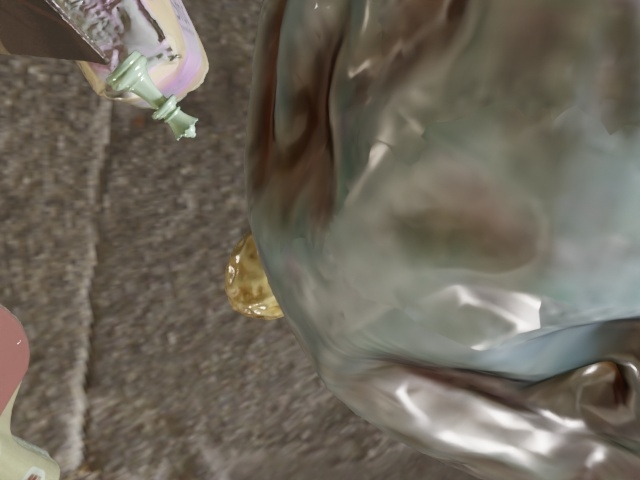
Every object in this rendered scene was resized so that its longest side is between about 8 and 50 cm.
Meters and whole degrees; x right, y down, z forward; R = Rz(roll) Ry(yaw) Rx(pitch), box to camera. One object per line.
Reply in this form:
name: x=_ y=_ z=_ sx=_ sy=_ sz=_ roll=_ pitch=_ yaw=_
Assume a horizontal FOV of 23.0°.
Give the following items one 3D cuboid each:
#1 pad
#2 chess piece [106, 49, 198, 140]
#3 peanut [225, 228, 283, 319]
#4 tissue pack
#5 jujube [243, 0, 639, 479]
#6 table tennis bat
pad: x=-0.323 y=-0.245 z=1.206 sx=0.220 sy=0.330 sz=0.004 roll=11 pitch=63 yaw=47
chess piece: x=-0.148 y=-0.126 z=1.426 sx=0.042 sy=0.042 sz=0.093 roll=-43 pitch=96 yaw=12
peanut: x=0.000 y=0.000 z=1.252 sx=0.194 sy=0.083 sz=0.093 roll=-40 pitch=44 yaw=23
tissue pack: x=-0.209 y=-0.236 z=1.570 sx=0.123 sy=0.257 sz=0.215 roll=-29 pitch=91 yaw=5
jujube: x=0.103 y=-0.086 z=0.460 sx=0.215 sy=0.246 sz=0.308 roll=21 pitch=65 yaw=-5
table tennis bat: x=-0.193 y=0.103 z=0.831 sx=0.022 sy=0.246 sz=0.138 roll=27 pitch=78 yaw=20
